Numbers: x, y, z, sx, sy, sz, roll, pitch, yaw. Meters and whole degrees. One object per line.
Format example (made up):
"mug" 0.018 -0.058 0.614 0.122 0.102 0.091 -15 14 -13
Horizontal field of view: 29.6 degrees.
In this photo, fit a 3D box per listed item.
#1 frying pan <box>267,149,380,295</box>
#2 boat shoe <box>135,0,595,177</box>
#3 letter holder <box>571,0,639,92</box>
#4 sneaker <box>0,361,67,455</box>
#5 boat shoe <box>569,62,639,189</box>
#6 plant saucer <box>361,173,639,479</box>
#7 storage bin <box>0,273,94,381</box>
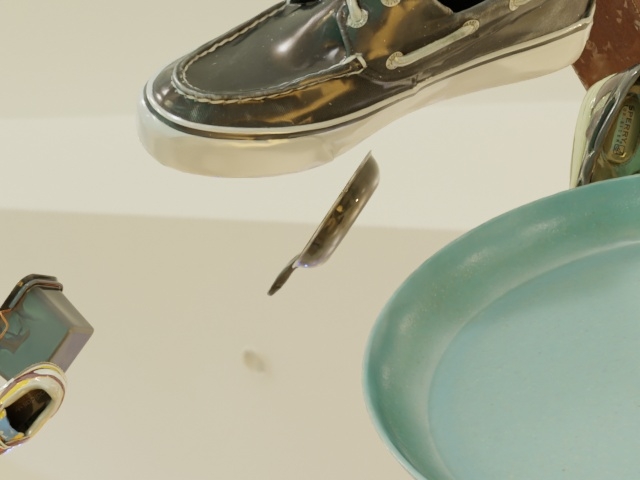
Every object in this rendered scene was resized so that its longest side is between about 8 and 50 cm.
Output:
"frying pan" -0.007 0.010 1.708 0.053 0.197 0.326 33 -62 0
"boat shoe" 0.034 -0.126 0.695 0.102 0.301 0.108 93 -27 -47
"letter holder" 0.296 -0.295 1.111 0.301 0.152 0.214 60 -21 -2
"sneaker" -0.362 0.208 1.341 0.069 0.185 0.084 48 0 -12
"boat shoe" 0.202 -0.014 0.815 0.080 0.223 0.073 8 -12 2
"plant saucer" 0.179 0.054 0.581 0.318 0.317 0.043 9 -56 36
"storage bin" -0.347 0.121 1.468 0.091 0.098 0.135 38 -83 20
